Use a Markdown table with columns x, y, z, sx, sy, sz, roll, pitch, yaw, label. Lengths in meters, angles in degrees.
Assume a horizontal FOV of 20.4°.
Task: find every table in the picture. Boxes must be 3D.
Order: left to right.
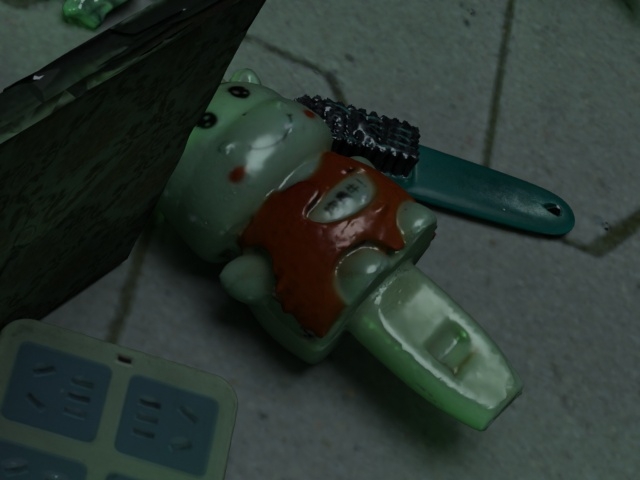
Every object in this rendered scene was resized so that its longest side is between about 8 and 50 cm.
| x | y | z | sx | sy | sz | roll | pitch | yaw | label |
| --- | --- | --- | --- | --- | --- | --- | --- | --- | --- |
| -0.252 | -0.067 | 0.745 | 0.272 | 0.222 | 0.335 | 43 | 47 | 10 | table |

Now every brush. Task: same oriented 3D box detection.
| x | y | z | sx | sy | sz | roll | pitch | yaw | label |
| --- | --- | --- | --- | --- | --- | --- | --- | --- | --- |
| 0.064 | -0.044 | 1.019 | 0.193 | 0.032 | 0.043 | 16 | 49 | -14 | brush |

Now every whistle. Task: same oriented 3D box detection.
| x | y | z | sx | sy | sz | roll | pitch | yaw | label |
| --- | --- | --- | --- | --- | --- | --- | --- | --- | --- |
| -0.001 | 0.002 | 0.907 | 0.253 | 0.106 | 0.102 | 44 | 88 | 8 | whistle |

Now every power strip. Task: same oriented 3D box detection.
| x | y | z | sx | sy | sz | roll | pitch | yaw | label |
| --- | --- | --- | --- | --- | --- | --- | --- | --- | --- |
| -0.112 | 0.153 | 0.766 | 0.118 | 0.046 | 0.270 | 20 | 49 | -12 | power strip |

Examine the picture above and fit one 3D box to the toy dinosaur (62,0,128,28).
| x | y | z | sx | sy | sz | roll | pitch | yaw | label |
| --- | --- | --- | --- | --- | --- | --- | --- | --- | --- |
| -0.154 | -0.300 | 1.065 | 0.129 | 0.076 | 0.383 | 36 | 43 | -44 | toy dinosaur |
